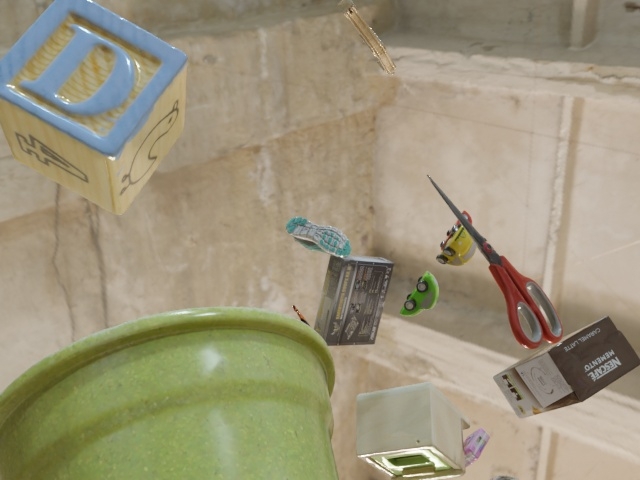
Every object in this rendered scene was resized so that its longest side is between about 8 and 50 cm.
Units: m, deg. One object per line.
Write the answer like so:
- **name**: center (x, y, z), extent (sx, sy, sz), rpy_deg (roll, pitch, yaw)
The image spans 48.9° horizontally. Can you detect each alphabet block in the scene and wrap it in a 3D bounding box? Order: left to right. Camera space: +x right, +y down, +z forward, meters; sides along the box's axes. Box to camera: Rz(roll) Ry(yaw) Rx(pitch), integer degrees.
- **alphabet block**: center (-0.314, -0.184, 0.980), extent (0.194, 0.192, 0.197), rpy_deg (31, -23, 0)

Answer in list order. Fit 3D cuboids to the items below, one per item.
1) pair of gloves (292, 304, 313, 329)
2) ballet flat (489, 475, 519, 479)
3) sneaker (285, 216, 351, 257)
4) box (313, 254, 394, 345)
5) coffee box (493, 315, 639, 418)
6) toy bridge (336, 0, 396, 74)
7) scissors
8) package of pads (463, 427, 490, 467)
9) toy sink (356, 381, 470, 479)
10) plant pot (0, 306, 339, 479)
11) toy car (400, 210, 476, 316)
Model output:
- **pair of gloves**: center (-0.026, 0.172, 1.414), extent (0.083, 0.010, 0.074), rpy_deg (50, -5, 41)
- **ballet flat**: center (0.253, 0.379, 0.945), extent (0.106, 0.316, 0.107), rpy_deg (-22, -121, 26)
- **sneaker**: center (0.000, 0.000, 1.653), extent (0.167, 0.065, 0.076), rpy_deg (26, -21, 20)
- **box**: center (0.084, 0.154, 1.804), extent (0.056, 0.183, 0.230), rpy_deg (22, -77, 49)
- **coffee box**: center (0.433, 0.234, 1.266), extent (0.098, 0.141, 0.246), rpy_deg (59, -16, 14)
- **toy bridge**: center (0.093, -0.351, 1.251), extent (0.026, 0.188, 0.063), rpy_deg (-37, -127, 10)
- **scissors**: center (0.252, 0.024, 1.013), extent (0.021, 0.109, 0.297), rpy_deg (-39, -103, 46)
- **package of pads**: center (0.309, 0.423, 1.431), extent (0.032, 0.083, 0.050), rpy_deg (48, -55, 6)
- **toy sink**: center (0.187, 0.384, 1.353), extent (0.153, 0.131, 0.234), rpy_deg (-15, -38, 24)
- **plant pot**: center (-0.080, 0.229, 0.480), extent (0.276, 0.276, 0.253), rpy_deg (111, -34, -42)
- **toy car**: center (0.229, 0.058, 1.332), extent (0.053, 0.239, 0.224), rpy_deg (33, -77, 5)
